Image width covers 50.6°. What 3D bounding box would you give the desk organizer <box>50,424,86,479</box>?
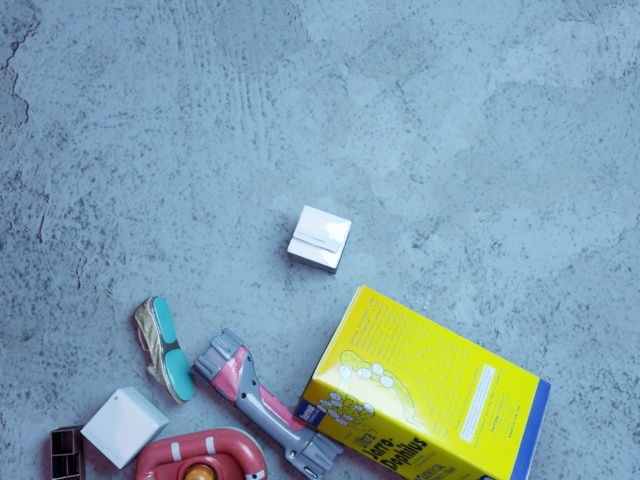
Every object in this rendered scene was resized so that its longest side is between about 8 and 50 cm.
[{"bbox_3d":[-0.456,0.404,1.223,0.047,0.050,0.130,-5,82,0],"label":"desk organizer"}]

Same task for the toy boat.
[{"bbox_3d":[-0.206,0.415,1.157,0.231,0.151,0.151,-11,100,-1],"label":"toy boat"}]

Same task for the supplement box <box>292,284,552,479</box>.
[{"bbox_3d":[0.163,0.269,1.137,0.356,0.194,0.195,27,56,5],"label":"supplement box"}]

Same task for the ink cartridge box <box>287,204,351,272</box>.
[{"bbox_3d":[0.000,0.000,1.232,0.092,0.143,0.090,19,82,3],"label":"ink cartridge box"}]

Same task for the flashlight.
[{"bbox_3d":[-0.089,0.291,1.219,0.304,0.103,0.103,39,109,2],"label":"flashlight"}]

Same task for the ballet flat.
[{"bbox_3d":[-0.293,0.206,1.253,0.067,0.073,0.206,-22,78,25],"label":"ballet flat"}]

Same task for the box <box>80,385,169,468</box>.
[{"bbox_3d":[-0.347,0.332,1.214,0.101,0.087,0.102,41,84,6],"label":"box"}]
